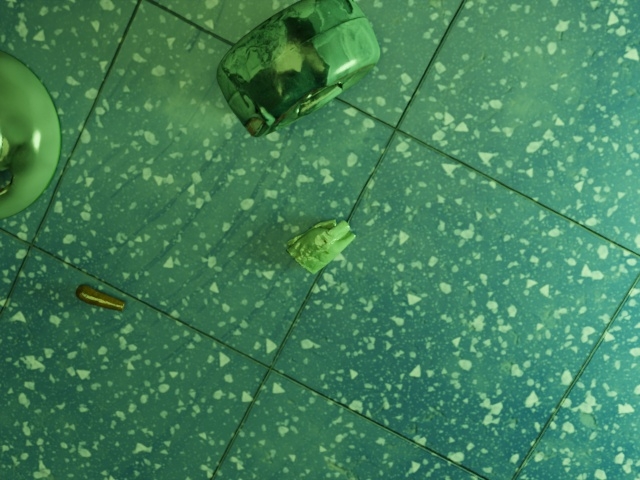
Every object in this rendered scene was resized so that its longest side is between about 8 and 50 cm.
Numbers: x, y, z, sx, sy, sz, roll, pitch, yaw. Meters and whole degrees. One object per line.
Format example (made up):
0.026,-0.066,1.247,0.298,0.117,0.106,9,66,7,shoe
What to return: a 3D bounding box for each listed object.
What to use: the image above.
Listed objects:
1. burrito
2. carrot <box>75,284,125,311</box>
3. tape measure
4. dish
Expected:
0.002,0.003,1.513,0.118,0.044,0.074,-37,92,14,burrito
-0.409,0.108,1.575,0.093,0.032,0.032,20,102,-4,carrot
-0.031,-0.275,1.352,0.256,0.275,0.147,-32,93,6,tape measure
-0.635,-0.182,1.489,0.324,0.124,0.324,1,101,5,dish
